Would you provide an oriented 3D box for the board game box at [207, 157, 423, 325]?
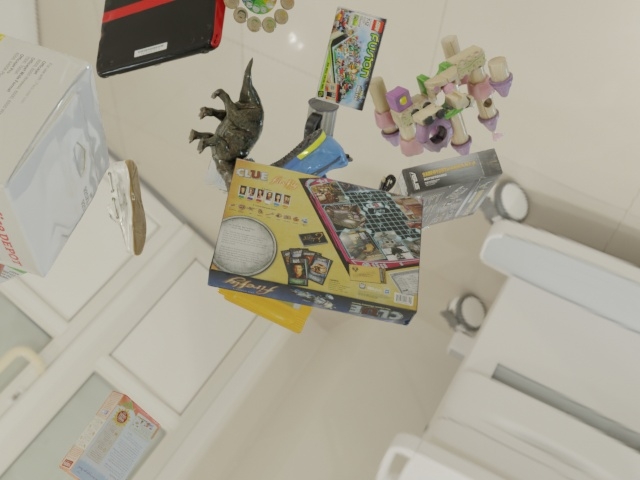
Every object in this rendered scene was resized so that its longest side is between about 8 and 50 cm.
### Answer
[{"bbox_3d":[0.000,0.000,0.891,0.243,0.165,0.042,12,147,-5],"label":"board game box"}]

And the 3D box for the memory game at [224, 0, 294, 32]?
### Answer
[{"bbox_3d":[-0.140,-0.575,1.705,0.186,0.186,0.012,55,158,-24],"label":"memory game"}]

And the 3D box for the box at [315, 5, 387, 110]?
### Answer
[{"bbox_3d":[0.068,-0.405,1.639,0.114,0.036,0.207,15,110,2],"label":"box"}]

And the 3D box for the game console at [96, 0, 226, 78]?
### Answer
[{"bbox_3d":[-0.385,-0.583,1.803,0.386,0.342,0.060,-5,165,30],"label":"game console"}]

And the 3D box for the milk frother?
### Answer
[{"bbox_3d":[0.026,-0.283,1.926,0.143,0.129,0.135,10,126,0],"label":"milk frother"}]

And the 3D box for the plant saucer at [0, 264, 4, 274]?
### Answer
[{"bbox_3d":[-0.571,-0.033,1.212,0.259,0.047,0.258,50,118,32],"label":"plant saucer"}]

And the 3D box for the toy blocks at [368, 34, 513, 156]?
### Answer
[{"bbox_3d":[0.309,-0.287,1.748,0.309,0.288,0.260,48,165,54],"label":"toy blocks"}]

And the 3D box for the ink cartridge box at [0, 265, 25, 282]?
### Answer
[{"bbox_3d":[-0.746,0.011,1.534,0.278,0.117,0.201,-20,149,15],"label":"ink cartridge box"}]

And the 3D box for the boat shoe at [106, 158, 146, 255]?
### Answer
[{"bbox_3d":[-0.568,-0.091,2.120,0.096,0.277,0.098,-6,178,7],"label":"boat shoe"}]

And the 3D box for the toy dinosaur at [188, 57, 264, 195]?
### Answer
[{"bbox_3d":[-0.193,-0.250,1.653,0.160,0.314,0.121,15,-177,-32],"label":"toy dinosaur"}]

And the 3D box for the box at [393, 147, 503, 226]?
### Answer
[{"bbox_3d":[0.236,-0.093,1.443,0.231,0.182,0.056,96,159,-73],"label":"box"}]

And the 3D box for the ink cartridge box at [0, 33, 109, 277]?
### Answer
[{"bbox_3d":[-0.360,-0.100,0.741,0.232,0.168,0.171,17,148,3],"label":"ink cartridge box"}]

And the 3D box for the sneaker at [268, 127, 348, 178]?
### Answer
[{"bbox_3d":[-0.046,-0.101,1.223,0.209,0.069,0.082,-31,115,31],"label":"sneaker"}]

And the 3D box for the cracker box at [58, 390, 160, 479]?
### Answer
[{"bbox_3d":[-0.547,0.536,1.921,0.067,0.232,0.156,1,138,43],"label":"cracker box"}]

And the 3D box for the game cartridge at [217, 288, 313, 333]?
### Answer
[{"bbox_3d":[-0.134,0.105,2.125,0.285,0.053,0.324,25,128,1],"label":"game cartridge"}]

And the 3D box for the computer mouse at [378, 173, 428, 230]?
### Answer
[{"bbox_3d":[0.226,-0.092,1.945,0.193,0.042,0.106,39,124,31],"label":"computer mouse"}]

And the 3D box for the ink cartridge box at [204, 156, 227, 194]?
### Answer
[{"bbox_3d":[-0.277,-0.195,2.246,0.056,0.099,0.135,2,163,45],"label":"ink cartridge box"}]
